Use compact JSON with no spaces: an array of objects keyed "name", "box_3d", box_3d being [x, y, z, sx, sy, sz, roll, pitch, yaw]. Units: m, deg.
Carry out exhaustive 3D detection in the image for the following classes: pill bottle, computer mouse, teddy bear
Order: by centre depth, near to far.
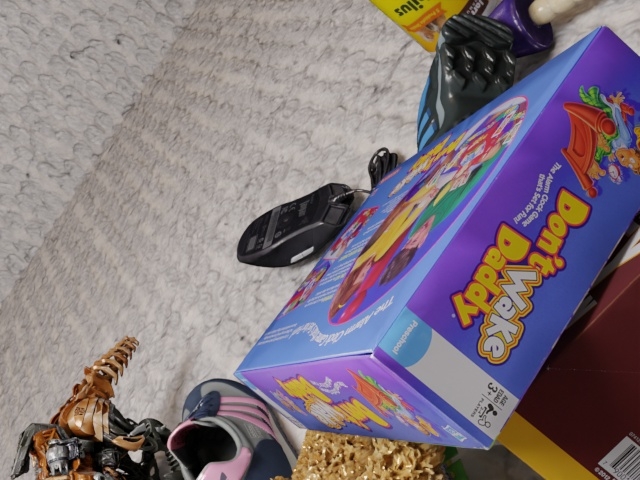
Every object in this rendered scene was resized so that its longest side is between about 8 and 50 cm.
[{"name":"teddy bear","box_3d":[0.019,0.195,0.727,0.338,0.113,0.245,-58,23,-10]},{"name":"pill bottle","box_3d":[0.133,-0.307,1.090,0.117,0.215,0.117,-39,31,30]},{"name":"computer mouse","box_3d":[0.000,0.000,1.152,0.262,0.060,0.184,-28,32,24]}]

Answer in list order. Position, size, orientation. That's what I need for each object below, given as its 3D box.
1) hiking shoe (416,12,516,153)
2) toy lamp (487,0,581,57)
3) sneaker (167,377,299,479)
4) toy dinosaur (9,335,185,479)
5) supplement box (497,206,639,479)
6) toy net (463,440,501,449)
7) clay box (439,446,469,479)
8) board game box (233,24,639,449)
[{"name":"hiking shoe","box_3d":[0.156,-0.091,0.974,0.132,0.113,0.304,102,-179,-70]},{"name":"toy lamp","box_3d":[0.287,-0.274,0.958,0.274,0.080,0.080,-26,40,44]},{"name":"sneaker","box_3d":[-0.120,0.221,1.020,0.112,0.131,0.319,-58,27,-3]},{"name":"toy dinosaur","box_3d":[-0.268,0.261,1.124,0.164,0.218,0.322,-18,46,52]},{"name":"supplement box","box_3d":[0.221,0.071,0.530,0.194,0.191,0.129,-49,9,13]},{"name":"toy net","box_3d":[0.208,0.112,0.704,0.232,0.045,0.122,-45,31,24]},{"name":"clay box","box_3d":[0.057,0.267,0.766,0.222,0.053,0.127,-46,27,17]},{"name":"board game box","box_3d":[0.070,0.020,0.623,0.233,0.078,0.347,-52,7,-18]}]
